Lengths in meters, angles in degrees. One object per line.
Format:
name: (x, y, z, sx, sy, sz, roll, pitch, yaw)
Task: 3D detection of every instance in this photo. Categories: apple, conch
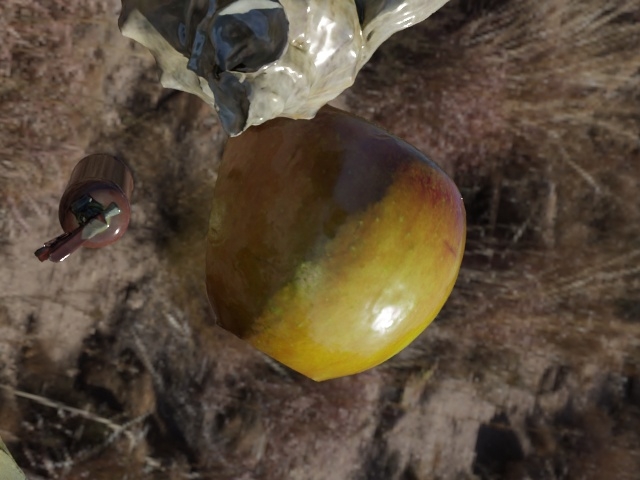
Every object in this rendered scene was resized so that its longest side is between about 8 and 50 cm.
apple: (0.000, 0.000, 1.296, 0.374, 0.384, 0.374, -17, 120, -31)
conch: (-0.024, -0.198, 0.554, 0.159, 0.210, 0.291, 23, 59, -48)

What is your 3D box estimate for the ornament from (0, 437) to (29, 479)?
ornament: (-0.445, 0.313, 1.281, 0.201, 0.059, 0.180, 69, 3, -59)

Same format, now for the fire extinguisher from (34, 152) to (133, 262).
fire extinguisher: (-0.358, -0.044, 1.465, 0.106, 0.147, 0.337, 53, 2, -17)
